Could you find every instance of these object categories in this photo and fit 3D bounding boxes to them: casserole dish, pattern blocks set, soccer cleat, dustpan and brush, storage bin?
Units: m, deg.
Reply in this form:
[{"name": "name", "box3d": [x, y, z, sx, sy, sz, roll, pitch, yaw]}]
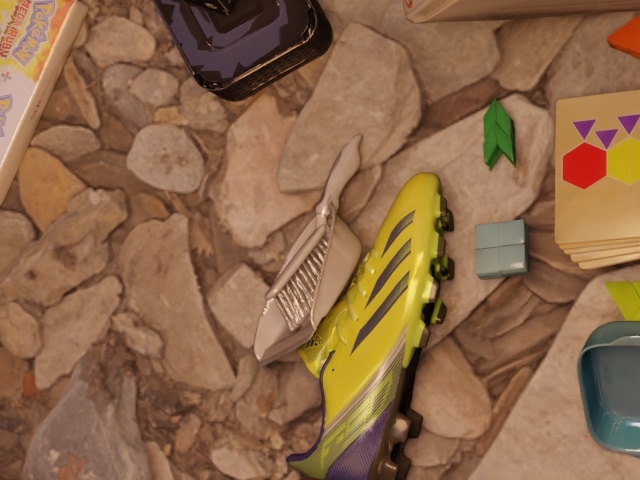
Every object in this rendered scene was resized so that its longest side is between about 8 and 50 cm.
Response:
[{"name": "casserole dish", "box3d": [0.274, 0.120, 1.600, 0.114, 0.188, 0.037, 1, 52, 16]}, {"name": "pattern blocks set", "box3d": [0.287, -0.060, 1.621, 0.324, 0.026, 0.285, 3, 71, 24]}, {"name": "soccer cleat", "box3d": [0.041, 0.077, 1.671, 0.121, 0.093, 0.289, 13, 89, 14]}, {"name": "dustpan and brush", "box3d": [0.000, 0.000, 1.684, 0.060, 0.147, 0.211, 38, 66, -9]}, {"name": "storage bin", "box3d": [-0.082, -0.227, 1.714, 0.122, 0.084, 0.180, -29, 83, 8]}]

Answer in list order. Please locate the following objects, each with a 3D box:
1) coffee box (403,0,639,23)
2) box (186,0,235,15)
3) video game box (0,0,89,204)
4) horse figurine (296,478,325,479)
[{"name": "coffee box", "box3d": [0.246, -0.369, 1.491, 0.337, 0.338, 0.334, -5, 86, -10]}, {"name": "box", "box3d": [-0.088, -0.342, 1.587, 0.103, 0.184, 0.261, 21, 84, 10]}, {"name": "video game box", "box3d": [-0.338, -0.160, 1.776, 0.187, 0.048, 0.205, 24, 92, 9]}, {"name": "horse figurine", "box3d": [0.048, 0.286, 1.650, 0.263, 0.066, 0.174, 42, 111, -7]}]
